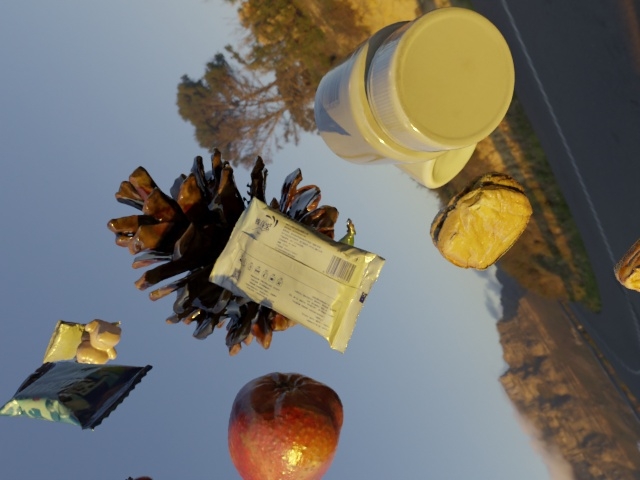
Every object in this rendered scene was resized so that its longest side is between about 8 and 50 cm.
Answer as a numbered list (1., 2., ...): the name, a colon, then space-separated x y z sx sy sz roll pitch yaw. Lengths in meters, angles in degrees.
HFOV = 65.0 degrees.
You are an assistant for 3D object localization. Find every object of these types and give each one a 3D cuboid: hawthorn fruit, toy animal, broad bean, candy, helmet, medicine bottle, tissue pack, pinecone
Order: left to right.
1. candy: -0.536 0.326 1.071 0.187 0.331 0.077 -56 -43 -52
2. toy animal: -0.698 0.354 1.542 0.124 0.212 0.124 29 -176 -2
3. pinecone: -0.176 -0.008 0.869 0.384 0.384 0.384 49 -160 -25
4. hawthorn fruit: -0.086 0.443 1.152 0.275 0.299 0.275 16 -154 -8
5. tissue pack: -0.033 0.036 0.599 0.193 0.122 0.026 26 -172 18
6. helmet: -0.039 -0.115 1.525 0.089 0.111 0.057 60 174 -32
7. broad bean: 0.000 0.000 1.662 0.049 0.292 0.144 -45 -55 -49
8. medicine bottle: 0.205 -0.313 1.299 0.371 0.211 0.211 42 -171 30
9. medicine bottle: 0.128 -0.225 0.790 0.208 0.208 0.340 52 172 -15

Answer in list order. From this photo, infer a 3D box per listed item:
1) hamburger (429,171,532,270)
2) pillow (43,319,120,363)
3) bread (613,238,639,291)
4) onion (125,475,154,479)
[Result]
1. hamburger: 0.449 -0.058 1.406 0.259 0.283 0.144 28 -153 -31
2. pillow: -0.758 0.322 1.607 0.050 0.148 0.230 37 -172 28
3. bread: 0.557 0.040 0.848 0.083 0.110 0.044 22 -147 -8
4. onion: -0.527 0.723 1.435 0.104 0.115 0.115 41 -170 26
